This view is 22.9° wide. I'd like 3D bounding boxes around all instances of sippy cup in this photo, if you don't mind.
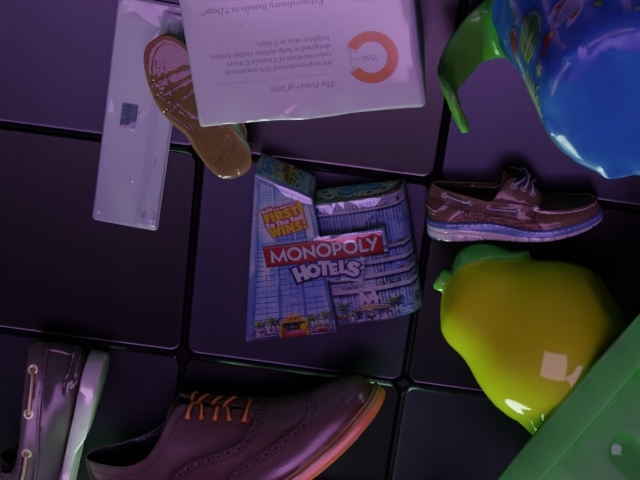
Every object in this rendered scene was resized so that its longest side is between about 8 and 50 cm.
[{"bbox_3d":[0.276,-0.182,1.447,0.240,0.224,0.305,28,124,-19],"label":"sippy cup"}]

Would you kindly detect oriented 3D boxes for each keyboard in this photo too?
[{"bbox_3d":[-0.190,-0.129,1.651,0.072,0.014,0.256,13,116,4],"label":"keyboard"}]

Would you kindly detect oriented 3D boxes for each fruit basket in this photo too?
[{"bbox_3d":[0.296,0.147,1.652,0.392,0.283,0.392,-2,87,39],"label":"fruit basket"}]

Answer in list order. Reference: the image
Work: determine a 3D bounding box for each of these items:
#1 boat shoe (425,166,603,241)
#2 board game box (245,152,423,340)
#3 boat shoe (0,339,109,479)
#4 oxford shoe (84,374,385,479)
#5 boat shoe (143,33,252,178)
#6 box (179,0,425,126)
[{"bbox_3d":[0.199,-0.038,1.632,0.183,0.066,0.066,-4,114,7],"label":"boat shoe"},{"bbox_3d":[0.000,0.000,1.670,0.194,0.060,0.194,-7,116,8],"label":"board game box"},{"bbox_3d":[-0.319,0.251,1.794,0.091,0.109,0.305,17,110,-3],"label":"boat shoe"},{"bbox_3d":[-0.101,0.223,1.753,0.364,0.130,0.132,-28,105,16],"label":"oxford shoe"},{"bbox_3d":[-0.125,-0.142,1.611,0.063,0.059,0.170,-23,117,12],"label":"boat shoe"},{"bbox_3d":[-0.024,-0.301,1.466,0.215,0.168,0.345,-5,115,6],"label":"box"}]
